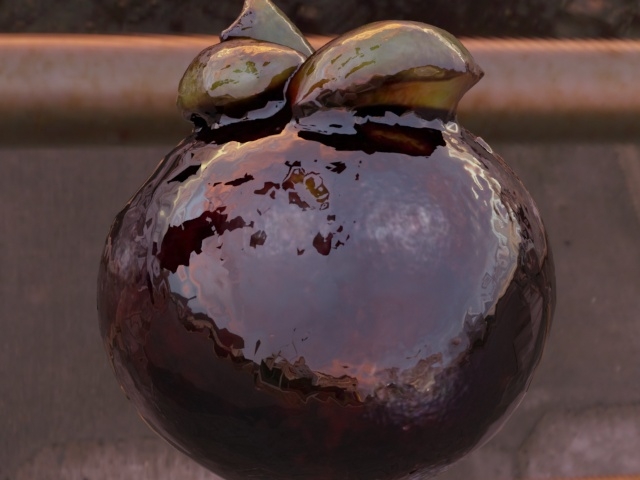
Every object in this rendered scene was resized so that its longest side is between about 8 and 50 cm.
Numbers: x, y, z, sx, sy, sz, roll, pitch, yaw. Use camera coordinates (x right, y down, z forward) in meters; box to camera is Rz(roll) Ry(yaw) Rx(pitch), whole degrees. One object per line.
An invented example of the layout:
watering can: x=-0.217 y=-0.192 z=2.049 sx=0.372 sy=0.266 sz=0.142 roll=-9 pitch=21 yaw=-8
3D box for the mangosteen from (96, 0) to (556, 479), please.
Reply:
mangosteen: x=0.000 y=0.000 z=0.929 sx=0.307 sy=0.307 sz=0.347 roll=-3 pitch=89 yaw=-12
